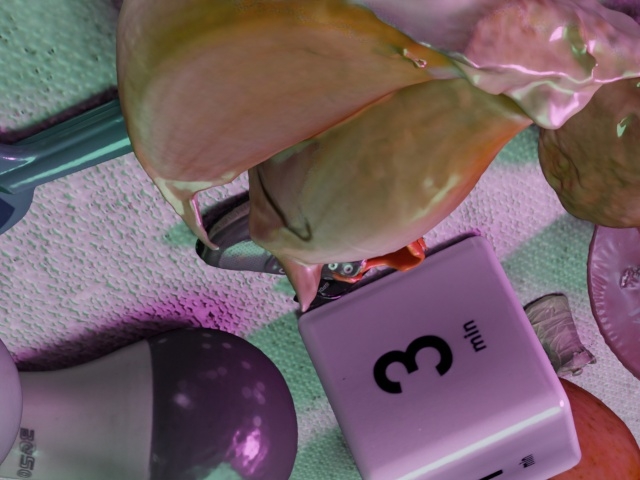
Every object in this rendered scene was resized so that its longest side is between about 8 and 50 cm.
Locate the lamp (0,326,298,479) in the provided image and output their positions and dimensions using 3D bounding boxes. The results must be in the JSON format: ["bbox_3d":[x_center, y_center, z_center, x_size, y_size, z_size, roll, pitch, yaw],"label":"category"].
[{"bbox_3d":[-0.173,0.179,1.426,0.314,0.182,0.182,-12,152,-11],"label":"lamp"}]

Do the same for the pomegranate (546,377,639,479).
[{"bbox_3d":[0.199,0.293,1.813,0.322,0.322,0.322,-19,153,-10],"label":"pomegranate"}]

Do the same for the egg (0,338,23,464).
[{"bbox_3d":[-0.317,0.112,1.188,0.168,0.168,0.231,-38,148,25],"label":"egg"}]

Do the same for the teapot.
[{"bbox_3d":[0.245,0.105,1.724,0.057,0.083,0.067,-1,143,-46],"label":"teapot"}]

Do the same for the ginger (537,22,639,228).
[{"bbox_3d":[0.250,-0.086,1.328,0.152,0.138,0.267,-39,165,-1],"label":"ginger"}]

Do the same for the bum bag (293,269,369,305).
[{"bbox_3d":[0.021,0.023,1.447,0.058,0.034,0.124,-18,157,-43],"label":"bum bag"}]

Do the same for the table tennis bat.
[{"bbox_3d":[-0.232,-0.039,1.134,0.237,0.038,0.149,-21,153,1],"label":"table tennis bat"}]

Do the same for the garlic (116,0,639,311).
[{"bbox_3d":[0.021,-0.105,1.028,0.286,0.249,0.313,-23,179,-39],"label":"garlic"}]

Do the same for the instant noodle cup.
[{"bbox_3d":[0.405,0.041,1.583,0.243,0.243,0.231,-35,158,21],"label":"instant noodle cup"}]

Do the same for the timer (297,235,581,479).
[{"bbox_3d":[0.114,0.141,1.559,0.195,0.192,0.194,-25,153,2],"label":"timer"}]

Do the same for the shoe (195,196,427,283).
[{"bbox_3d":[-0.001,0.001,1.340,0.194,0.077,0.074,-12,151,-24],"label":"shoe"}]
